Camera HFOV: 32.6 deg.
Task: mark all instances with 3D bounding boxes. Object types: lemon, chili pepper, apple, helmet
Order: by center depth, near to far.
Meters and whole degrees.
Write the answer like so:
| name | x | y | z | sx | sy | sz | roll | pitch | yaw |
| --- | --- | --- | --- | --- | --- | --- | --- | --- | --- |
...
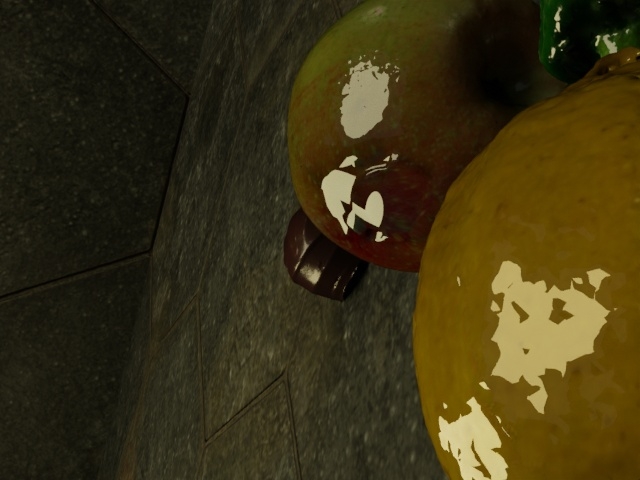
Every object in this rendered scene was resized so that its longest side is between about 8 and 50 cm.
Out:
| name | x | y | z | sx | sy | sz | roll | pitch | yaw |
| --- | --- | --- | --- | --- | --- | --- | --- | --- | --- |
| lemon | 0.130 | 0.039 | 0.434 | 0.188 | 0.188 | 0.256 | 136 | 142 | -60 |
| chili pepper | 0.172 | -0.189 | 0.640 | 0.136 | 0.099 | 0.270 | -25 | 43 | 37 |
| apple | 0.070 | -0.085 | 0.776 | 0.188 | 0.174 | 0.207 | 132 | 132 | -62 |
| helmet | 0.000 | 0.000 | 1.076 | 0.123 | 0.070 | 0.098 | -98 | 27 | -48 |
